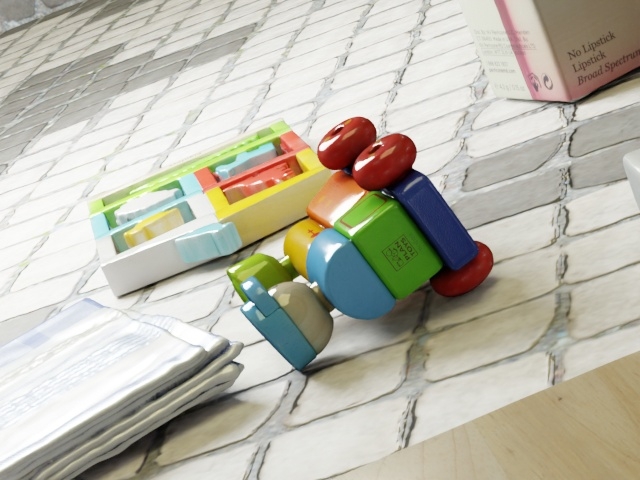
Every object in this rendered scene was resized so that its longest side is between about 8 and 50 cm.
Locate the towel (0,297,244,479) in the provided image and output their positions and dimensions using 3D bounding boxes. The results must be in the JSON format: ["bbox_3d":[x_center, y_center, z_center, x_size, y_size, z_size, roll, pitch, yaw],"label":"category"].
[{"bbox_3d":[-0.182,0.107,1.232,0.209,0.034,0.285,-30,15,-19],"label":"towel"}]

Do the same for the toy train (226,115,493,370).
[{"bbox_3d":[0.000,0.000,1.236,0.143,0.105,0.248,-38,17,-5],"label":"toy train"}]

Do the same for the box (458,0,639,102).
[{"bbox_3d":[0.185,-0.243,1.513,0.149,0.232,0.127,-28,16,-18],"label":"box"}]

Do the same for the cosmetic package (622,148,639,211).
[{"bbox_3d":[0.236,0.015,0.727,0.184,0.151,0.151,-22,16,4],"label":"cosmetic package"}]

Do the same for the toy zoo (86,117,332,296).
[{"bbox_3d":[-0.092,-0.028,1.561,0.192,0.030,0.293,-24,16,-4],"label":"toy zoo"}]

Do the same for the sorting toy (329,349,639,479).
[{"bbox_3d":[0.053,0.154,0.634,0.255,0.089,0.257,-23,15,-2],"label":"sorting toy"}]
